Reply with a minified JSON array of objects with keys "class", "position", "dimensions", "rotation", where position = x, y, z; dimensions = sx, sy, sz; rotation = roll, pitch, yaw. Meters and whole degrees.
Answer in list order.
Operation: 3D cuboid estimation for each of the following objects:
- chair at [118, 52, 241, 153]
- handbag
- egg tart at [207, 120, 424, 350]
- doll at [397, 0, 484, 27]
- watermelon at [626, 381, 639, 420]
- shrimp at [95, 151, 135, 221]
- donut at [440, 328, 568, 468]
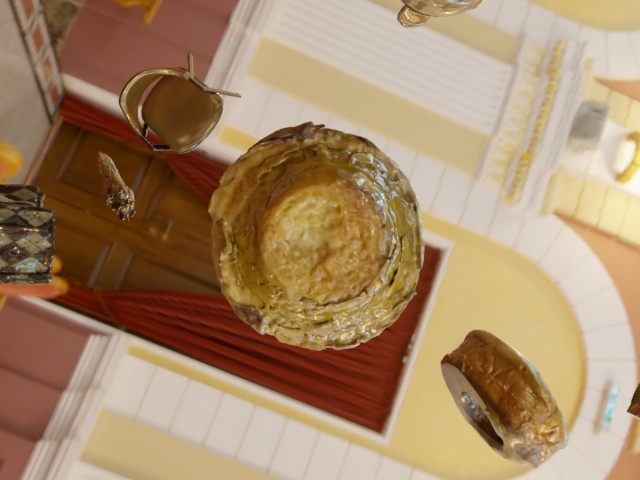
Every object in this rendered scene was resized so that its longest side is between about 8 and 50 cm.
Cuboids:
[{"class":"chair","position":[-0.286,-0.267,1.680],"dimensions":[0.159,0.172,0.247],"rotation":[-47,-170,15]},{"class":"handbag","position":[-0.623,-0.035,1.483],"dimensions":[0.416,0.317,0.180],"rotation":[-160,-107,-64]},{"class":"egg tart","position":[0.000,0.000,1.054],"dimensions":[0.116,0.295,0.295],"rotation":[-141,-106,-83]},{"class":"doll","position":[0.266,-0.462,1.361],"dimensions":[0.235,0.330,0.174],"rotation":[87,-21,-56]},{"class":"watermelon","position":[0.735,0.329,1.715],"dimensions":[0.202,0.136,0.207],"rotation":[-100,-163,-73]},{"class":"shrimp","position":[-0.381,-0.097,1.561],"dimensions":[0.051,0.115,0.217],"rotation":[-31,-150,-3]},{"class":"donut","position":[0.406,0.363,1.894],"dimensions":[0.160,0.330,0.330],"rotation":[-39,175,-20]}]
